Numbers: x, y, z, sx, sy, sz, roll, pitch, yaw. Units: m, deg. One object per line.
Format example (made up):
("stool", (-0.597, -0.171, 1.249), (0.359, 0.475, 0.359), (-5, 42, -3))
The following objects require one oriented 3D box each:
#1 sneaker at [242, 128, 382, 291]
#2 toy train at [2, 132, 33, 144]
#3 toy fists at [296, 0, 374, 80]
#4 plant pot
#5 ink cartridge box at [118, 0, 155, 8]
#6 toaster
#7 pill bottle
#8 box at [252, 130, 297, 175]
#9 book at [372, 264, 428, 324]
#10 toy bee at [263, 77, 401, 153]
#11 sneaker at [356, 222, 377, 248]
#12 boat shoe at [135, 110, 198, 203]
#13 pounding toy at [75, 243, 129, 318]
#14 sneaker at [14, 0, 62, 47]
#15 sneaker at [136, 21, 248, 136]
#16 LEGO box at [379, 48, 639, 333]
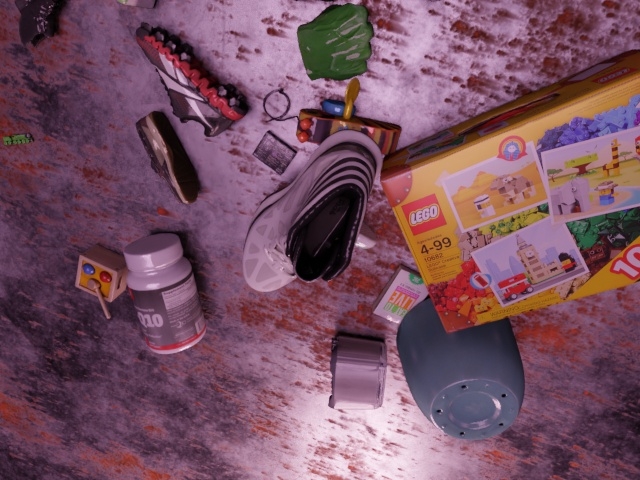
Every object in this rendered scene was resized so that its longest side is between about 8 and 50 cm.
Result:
("sneaker", (-0.061, 0.007, 0.809), (0.169, 0.258, 0.447), (33, 126, -10))
("toy train", (-0.773, -0.259, 1.079), (0.083, 0.017, 0.024), (-3, 103, 12))
("toy fists", (0.023, -0.449, 0.799), (0.142, 0.096, 0.280), (-4, 115, 23))
("plant pot", (0.334, 0.308, 0.991), (0.292, 0.235, 0.293), (2, 116, 4))
("ink cartridge box", (-0.440, -0.608, 0.800), (0.272, 0.115, 0.199), (28, 116, -2))
("toaster", (0.099, 0.349, 1.130), (0.146, 0.129, 0.227), (3, 113, 5))
("pill bottle", (-0.408, 0.137, 1.108), (0.161, 0.161, 0.284), (-2, 114, 12))
("box", (-0.106, -0.201, 0.975), (0.083, 0.018, 0.067), (35, 116, -6))
("book", (0.208, 0.140, 1.067), (0.096, 0.035, 0.144), (25, 115, -6))
("toy bee", (0.014, -0.219, 0.867), (0.297, 0.162, 0.196), (-5, 115, 13))
("sneaker", (0.000, 0.000, 1.004), (0.255, 0.094, 0.151), (22, 112, 10))
("boat shoe", (-0.365, -0.189, 1.003), (0.073, 0.080, 0.224), (-14, 106, 22))
("pounding toy", (-0.602, 0.113, 1.168), (0.130, 0.100, 0.141), (25, 116, -1))
("sneaker", (-0.600, -0.489, 0.924), (0.170, 0.051, 0.089), (-7, 113, 19))
("sneaker", (-0.294, -0.333, 0.907), (0.276, 0.098, 0.135), (42, 113, -11))
("LEGO box", (0.422, -0.078, 0.834), (0.499, 0.193, 0.373), (-21, 109, 19))
